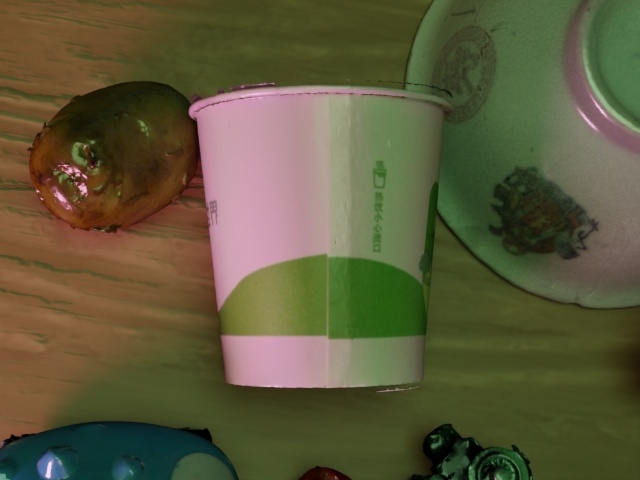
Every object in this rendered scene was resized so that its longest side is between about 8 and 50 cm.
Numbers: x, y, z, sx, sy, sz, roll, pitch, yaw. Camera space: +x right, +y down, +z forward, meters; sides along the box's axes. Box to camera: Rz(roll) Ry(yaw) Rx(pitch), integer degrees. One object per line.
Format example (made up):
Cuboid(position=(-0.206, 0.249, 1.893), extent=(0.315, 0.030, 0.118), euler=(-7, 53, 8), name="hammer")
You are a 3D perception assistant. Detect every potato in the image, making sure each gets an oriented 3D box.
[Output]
Cuboid(position=(-0.200, -0.081, 1.210), extent=(0.176, 0.137, 0.137), euler=(-22, 83, -33), name="potato")

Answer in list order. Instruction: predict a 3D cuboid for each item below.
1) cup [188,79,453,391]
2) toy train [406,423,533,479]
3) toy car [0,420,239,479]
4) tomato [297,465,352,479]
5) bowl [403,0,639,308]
Cuboid(position=(0.000, 0.000, 1.169), extent=(0.253, 0.253, 0.273), euler=(1, 86, -8), name="cup")
Cuboid(position=(0.176, 0.304, 1.194), extent=(0.154, 0.115, 0.269), euler=(-41, 88, -18), name="toy train")
Cuboid(position=(-0.191, 0.254, 1.113), extent=(0.255, 0.190, 0.188), euler=(2, 78, -10), name="toy car")
Cuboid(position=(0.007, 0.302, 1.168), extent=(0.091, 0.139, 0.159), euler=(33, 80, -24), name="tomato")
Cuboid(position=(0.312, -0.156, 1.259), extent=(0.435, 0.196, 0.434), euler=(1, 80, -8), name="bowl")
